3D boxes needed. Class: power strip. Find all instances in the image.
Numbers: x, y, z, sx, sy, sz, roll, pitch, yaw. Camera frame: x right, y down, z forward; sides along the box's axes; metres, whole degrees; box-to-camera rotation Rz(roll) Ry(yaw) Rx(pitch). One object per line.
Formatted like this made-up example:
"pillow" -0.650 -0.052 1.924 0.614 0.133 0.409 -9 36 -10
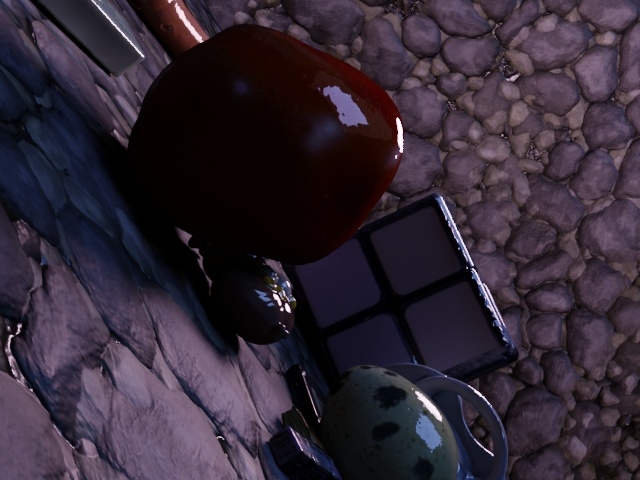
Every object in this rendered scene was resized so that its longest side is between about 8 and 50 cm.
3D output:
"power strip" -0.342 -0.336 1.312 0.091 0.062 0.385 59 4 24

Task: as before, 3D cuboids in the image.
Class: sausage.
"sausage" -0.274 -0.409 2.151 0.419 0.094 0.094 53 38 -52

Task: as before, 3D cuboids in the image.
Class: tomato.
"tomato" -0.063 -0.117 1.273 0.290 0.293 0.325 48 12 27

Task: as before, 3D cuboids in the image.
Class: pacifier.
"pacifier" 0.166 0.315 1.515 0.287 0.238 0.226 57 8 15

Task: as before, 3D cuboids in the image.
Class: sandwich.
"sandwich" -0.020 0.250 1.265 0.083 0.031 0.044 56 2 -9

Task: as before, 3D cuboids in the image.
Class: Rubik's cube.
"Rubik's cube" 0.157 0.136 1.869 0.316 0.313 0.318 67 8 16

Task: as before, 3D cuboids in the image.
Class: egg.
"egg" 0.084 0.266 1.339 0.177 0.177 0.228 51 15 -58

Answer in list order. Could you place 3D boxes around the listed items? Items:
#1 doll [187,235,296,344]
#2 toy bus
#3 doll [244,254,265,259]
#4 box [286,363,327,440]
"doll" -0.101 0.054 1.289 0.188 0.096 0.145 50 -3 8
"toy bus" -0.017 0.264 1.207 0.052 0.037 0.130 58 5 36
"doll" -0.109 0.026 1.684 0.037 0.027 0.125 58 9 -5
"box" 0.000 0.252 1.457 0.125 0.027 0.126 54 8 -45
